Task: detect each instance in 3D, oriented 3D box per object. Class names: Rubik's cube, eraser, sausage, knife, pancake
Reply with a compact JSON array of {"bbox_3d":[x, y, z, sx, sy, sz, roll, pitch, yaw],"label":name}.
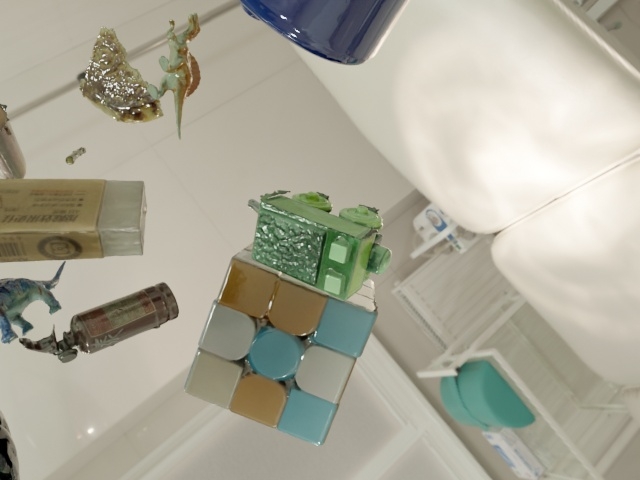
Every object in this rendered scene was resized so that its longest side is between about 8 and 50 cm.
[{"bbox_3d":[-0.080,0.221,1.265,0.346,0.344,0.347,22,-172,3],"label":"Rubik's cube"},{"bbox_3d":[-0.479,-0.037,0.879,0.144,0.343,0.078,-104,18,-44],"label":"eraser"},{"bbox_3d":[-0.678,-0.198,1.096,0.082,0.082,0.371,55,155,-5],"label":"sausage"},{"bbox_3d":[-0.184,-0.090,1.647,0.162,0.044,0.023,36,132,40],"label":"knife"},{"bbox_3d":[-0.520,-0.429,1.347,0.266,0.057,0.244,3,101,21],"label":"pancake"}]

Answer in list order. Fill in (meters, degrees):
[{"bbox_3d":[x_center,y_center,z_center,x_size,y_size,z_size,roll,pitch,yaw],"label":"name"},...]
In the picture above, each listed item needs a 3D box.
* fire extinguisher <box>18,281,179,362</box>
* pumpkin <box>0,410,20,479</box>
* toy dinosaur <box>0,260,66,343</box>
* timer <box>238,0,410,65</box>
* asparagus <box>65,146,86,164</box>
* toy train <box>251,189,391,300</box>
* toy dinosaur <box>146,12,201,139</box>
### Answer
[{"bbox_3d":[-0.374,0.134,0.881,0.075,0.252,0.106,36,133,38],"label":"fire extinguisher"},{"bbox_3d":[-0.509,0.287,0.523,0.363,0.363,0.266,39,116,33],"label":"pumpkin"},{"bbox_3d":[-0.568,0.122,0.948,0.144,0.076,0.329,55,-157,7],"label":"toy dinosaur"},{"bbox_3d":[0.066,-0.408,0.518,0.270,0.270,0.383,51,124,6],"label":"timer"},{"bbox_3d":[-0.637,-0.226,1.352,0.248,0.025,0.024,-137,29,-67],"label":"asparagus"},{"bbox_3d":[0.000,0.000,1.007,0.271,0.188,0.159,22,113,22],"label":"toy train"},{"bbox_3d":[-0.266,-0.313,0.980,0.057,0.142,0.212,10,119,18],"label":"toy dinosaur"}]
